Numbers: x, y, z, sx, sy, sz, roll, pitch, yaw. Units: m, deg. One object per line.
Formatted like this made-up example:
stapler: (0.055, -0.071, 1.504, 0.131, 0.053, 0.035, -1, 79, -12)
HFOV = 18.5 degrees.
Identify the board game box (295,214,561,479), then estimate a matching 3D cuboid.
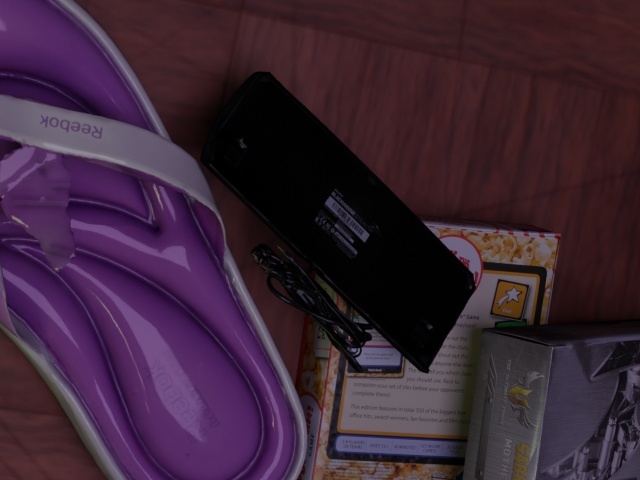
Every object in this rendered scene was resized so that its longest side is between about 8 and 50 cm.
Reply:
board game box: (0.061, 0.081, 1.197, 0.146, 0.045, 0.193, 6, 97, -23)

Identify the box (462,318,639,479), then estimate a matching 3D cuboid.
box: (0.160, 0.166, 1.209, 0.183, 0.056, 0.231, 1, 99, -48)

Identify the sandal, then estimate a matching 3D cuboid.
sandal: (-0.129, -0.005, 1.073, 0.169, 0.102, 0.416, -43, 111, -10)

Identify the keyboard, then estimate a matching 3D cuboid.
keyboard: (0.000, 0.000, 1.126, 0.192, 0.038, 0.100, 44, 60, -18)
